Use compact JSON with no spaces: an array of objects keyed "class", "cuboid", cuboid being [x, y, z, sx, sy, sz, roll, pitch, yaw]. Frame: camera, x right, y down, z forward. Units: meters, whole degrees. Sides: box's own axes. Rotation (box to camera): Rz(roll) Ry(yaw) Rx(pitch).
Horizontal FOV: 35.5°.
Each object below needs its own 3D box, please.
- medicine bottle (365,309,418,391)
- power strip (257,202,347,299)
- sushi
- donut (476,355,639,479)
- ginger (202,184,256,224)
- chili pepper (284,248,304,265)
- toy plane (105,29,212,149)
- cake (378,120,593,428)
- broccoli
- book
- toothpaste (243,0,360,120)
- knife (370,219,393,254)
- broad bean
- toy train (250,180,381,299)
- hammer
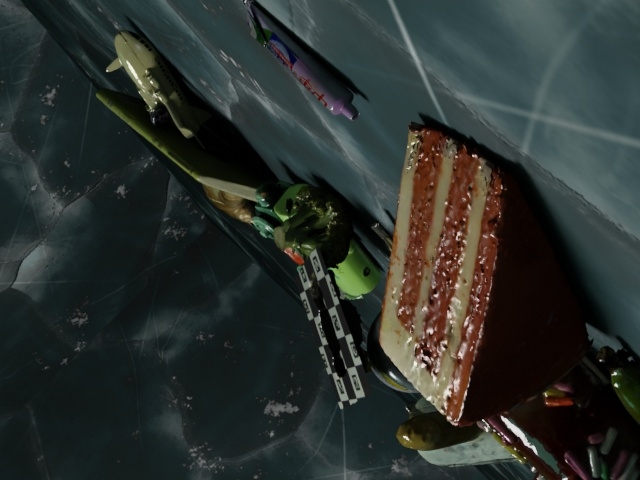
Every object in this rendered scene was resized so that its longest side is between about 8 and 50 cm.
[{"class":"medicine bottle","cuboid":[0.139,0.153,1.464,0.141,0.141,0.293,44,174,6]},{"class":"power strip","cuboid":[-0.026,0.016,2.045,0.106,0.043,0.367,41,172,36]},{"class":"sushi","cuboid":[0.036,0.121,1.421,0.192,0.050,0.215,125,126,-70]},{"class":"donut","cuboid":[0.284,0.229,1.117,0.345,0.136,0.259,47,176,-24]},{"class":"ginger","cuboid":[-0.202,-0.098,2.303,0.148,0.081,0.333,26,168,18]},{"class":"chili pepper","cuboid":[-0.033,-0.001,1.833,0.192,0.084,0.086,43,158,-19]},{"class":"toy plane","cuboid":[-0.286,-0.266,1.756,0.244,0.092,0.229,46,-172,-34]},{"class":"cake","cuboid":[0.112,0.038,0.892,0.158,0.159,0.262,42,172,46]},{"class":"broccoli","cuboid":[-0.010,-0.015,1.464,0.130,0.120,0.131,-8,97,57]},{"class":"book","cuboid":[-0.237,-0.172,1.832,0.239,0.035,0.352,14,-160,-50]},{"class":"toothpaste","cuboid":[-0.021,-0.175,0.978,0.170,0.028,0.045,47,167,21]},{"class":"knife","cuboid":[0.108,0.018,1.356,0.045,0.021,0.222,33,171,35]},{"class":"broad bean","cuboid":[0.355,0.208,0.932,0.297,0.043,0.060,46,163,0]},{"class":"toy train","cuboid":[0.000,0.000,1.635,0.157,0.105,0.253,15,152,49]},{"class":"hammer","cuboid":[0.174,0.241,1.291,0.305,0.202,0.113,13,-116,-59]}]
